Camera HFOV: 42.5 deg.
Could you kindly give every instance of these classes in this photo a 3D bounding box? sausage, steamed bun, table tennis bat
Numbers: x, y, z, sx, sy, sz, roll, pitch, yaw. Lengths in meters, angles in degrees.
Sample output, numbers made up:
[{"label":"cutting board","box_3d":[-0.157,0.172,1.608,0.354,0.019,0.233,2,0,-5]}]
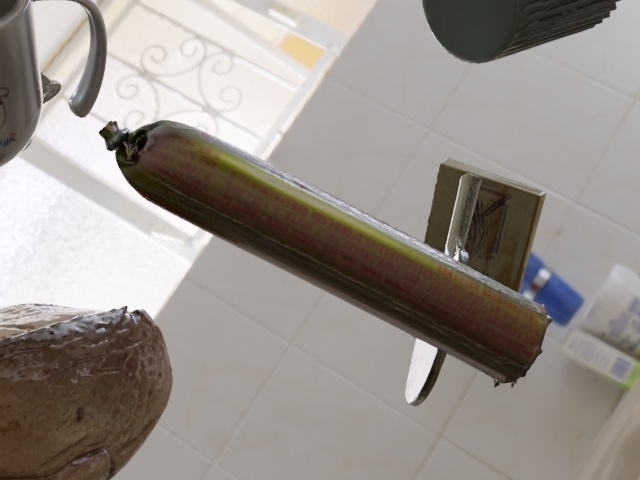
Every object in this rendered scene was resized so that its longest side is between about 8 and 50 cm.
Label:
[{"label":"sausage","box_3d":[0.000,0.000,0.639,0.082,0.371,0.082,-60,8,14]},{"label":"steamed bun","box_3d":[-0.293,0.171,0.735,0.301,0.251,0.199,-14,-83,-48]},{"label":"table tennis bat","box_3d":[0.123,0.045,0.822,0.138,0.022,0.247,111,177,-68]}]

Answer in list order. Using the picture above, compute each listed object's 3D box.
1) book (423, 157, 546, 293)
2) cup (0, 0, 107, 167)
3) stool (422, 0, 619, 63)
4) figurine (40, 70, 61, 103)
[{"label":"book","box_3d":[0.227,0.010,1.213,0.026,0.161,0.231,-30,-45,-50]},{"label":"cup","box_3d":[-0.258,-0.124,0.601,0.173,0.134,0.142,-51,-21,-41]},{"label":"stool","box_3d":[0.400,-0.522,1.658,0.330,0.297,0.297,-28,-32,-31]},{"label":"figurine","box_3d":[-0.406,-0.164,0.942,0.271,0.143,0.143,-54,-14,-60]}]
